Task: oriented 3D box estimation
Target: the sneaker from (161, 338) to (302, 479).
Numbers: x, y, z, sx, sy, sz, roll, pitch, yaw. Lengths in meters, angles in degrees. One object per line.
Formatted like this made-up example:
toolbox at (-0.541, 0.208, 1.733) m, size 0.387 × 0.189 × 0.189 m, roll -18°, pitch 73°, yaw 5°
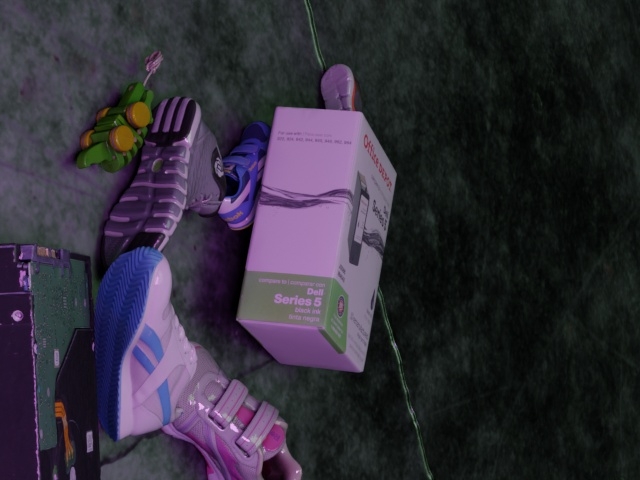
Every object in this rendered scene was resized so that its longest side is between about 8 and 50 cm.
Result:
sneaker at (-0.097, 0.207, 1.709) m, size 0.252 × 0.111 × 0.103 m, roll 57°, pitch 44°, yaw -31°

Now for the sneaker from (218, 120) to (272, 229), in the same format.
sneaker at (-0.093, -0.087, 1.808) m, size 0.059 × 0.053 × 0.144 m, roll 39°, pitch 54°, yaw -42°

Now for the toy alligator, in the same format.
toy alligator at (-0.208, -0.131, 1.652) m, size 0.051 × 0.056 × 0.190 m, roll 57°, pitch 44°, yaw -32°

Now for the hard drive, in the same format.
hard drive at (-0.267, 0.177, 1.435) m, size 0.237 × 0.064 × 0.339 m, roll 32°, pitch 55°, yaw -85°

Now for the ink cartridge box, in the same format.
ink cartridge box at (0.000, 0.000, 1.815) m, size 0.198 × 0.114 × 0.273 m, roll 53°, pitch 45°, yaw -65°

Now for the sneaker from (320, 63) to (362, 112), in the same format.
sneaker at (0.036, -0.152, 1.990) m, size 0.065 × 0.061 × 0.158 m, roll 24°, pitch 66°, yaw -57°

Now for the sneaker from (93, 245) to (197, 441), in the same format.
sneaker at (-0.179, 0.101, 1.565) m, size 0.092 × 0.087 × 0.229 m, roll -11°, pitch 129°, yaw -31°

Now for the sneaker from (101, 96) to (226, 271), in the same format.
sneaker at (-0.159, -0.036, 1.687) m, size 0.132 × 0.086 × 0.229 m, roll 48°, pitch 55°, yaw -53°
